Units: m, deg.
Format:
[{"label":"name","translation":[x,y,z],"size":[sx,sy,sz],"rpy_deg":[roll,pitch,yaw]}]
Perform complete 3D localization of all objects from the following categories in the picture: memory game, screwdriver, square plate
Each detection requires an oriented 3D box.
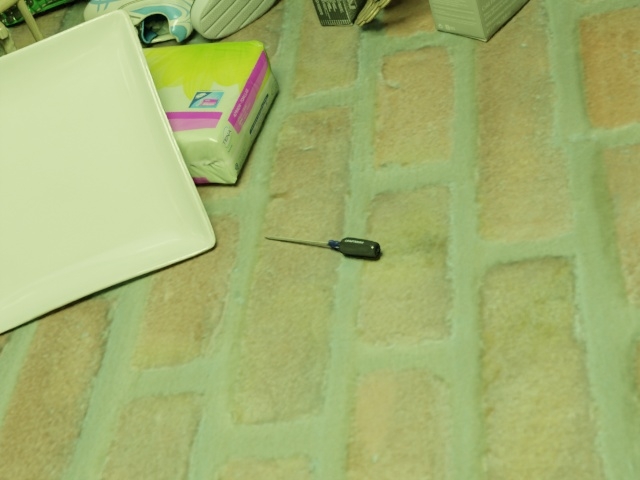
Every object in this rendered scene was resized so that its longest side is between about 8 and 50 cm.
[{"label":"memory game","translation":[0.116,-0.394,1.618],"size":[0.186,0.012,0.186],"rpy_deg":[-48,13,15]},{"label":"screwdriver","translation":[0.000,0.000,1.323],"size":[0.170,0.024,0.025],"rpy_deg":[12,81,34]},{"label":"square plate","translation":[-0.353,-0.085,1.410],"size":[0.347,0.049,0.344],"rpy_deg":[-22,84,0]}]

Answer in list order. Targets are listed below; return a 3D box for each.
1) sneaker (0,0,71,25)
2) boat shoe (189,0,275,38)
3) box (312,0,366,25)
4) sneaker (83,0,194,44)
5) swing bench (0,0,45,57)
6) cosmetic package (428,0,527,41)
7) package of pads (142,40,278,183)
[{"label":"sneaker","translation":[-0.492,-0.476,1.975],"size":[0.344,0.134,0.146],"rpy_deg":[-6,7,27]},{"label":"boat shoe","translation":[-0.107,-0.475,1.746],"size":[0.119,0.121,0.335],"rpy_deg":[38,85,30]},{"label":"box","translation":[0.026,-0.503,1.655],"size":[0.060,0.270,0.216],"rpy_deg":[4,47,27]},{"label":"sneaker","translation":[-0.311,-0.370,1.796],"size":[0.237,0.085,0.086],"rpy_deg":[6,56,32]},{"label":"swing bench","translation":[-0.502,-0.195,1.560],"size":[0.165,0.253,0.254],"rpy_deg":[6,48,28]},{"label":"cosmetic package","translation":[0.208,-0.420,1.515],"size":[0.107,0.238,0.127],"rpy_deg":[24,58,38]},{"label":"package of pads","translation":[-0.228,-0.185,1.551],"size":[0.297,0.101,0.229],"rpy_deg":[0,46,22]}]
